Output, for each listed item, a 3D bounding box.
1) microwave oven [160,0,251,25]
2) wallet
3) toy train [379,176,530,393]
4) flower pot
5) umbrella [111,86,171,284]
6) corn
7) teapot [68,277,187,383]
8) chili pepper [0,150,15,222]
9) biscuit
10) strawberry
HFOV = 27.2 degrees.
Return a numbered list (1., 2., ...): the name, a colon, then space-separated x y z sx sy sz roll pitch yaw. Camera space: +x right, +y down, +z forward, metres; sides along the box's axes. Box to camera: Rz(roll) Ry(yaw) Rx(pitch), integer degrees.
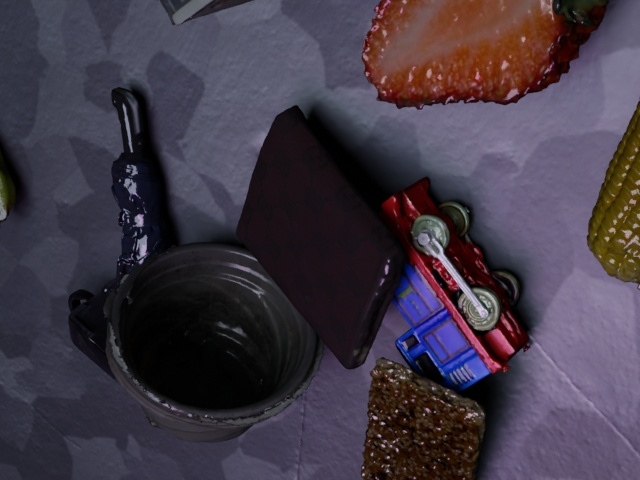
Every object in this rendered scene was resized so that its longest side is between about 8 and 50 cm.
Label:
1. microwave oven: -0.072 -0.424 1.141 0.247 0.333 0.394 -27 92 41
2. wallet: 0.000 0.000 1.348 0.229 0.049 0.182 53 137 33
3. toy train: 0.118 0.050 1.332 0.131 0.082 0.204 -37 86 34
4. flower pot: -0.120 0.128 1.431 0.235 0.235 0.140 35 140 15
5. umbrella: -0.208 -0.047 1.490 0.071 0.071 0.248 6 109 28
6. corn: 0.334 -0.112 1.130 0.131 0.131 0.344 30 125 18
7. teapot: -0.230 0.125 1.555 0.177 0.087 0.096 39 145 13
8. chili pepper: -0.419 -0.112 1.597 0.052 0.050 0.202 -36 84 49
9. biscuit: 0.103 0.220 1.376 0.131 0.025 0.231 24 141 21
10. strawberry: 0.163 -0.219 1.214 0.286 0.106 0.188 -27 88 45
